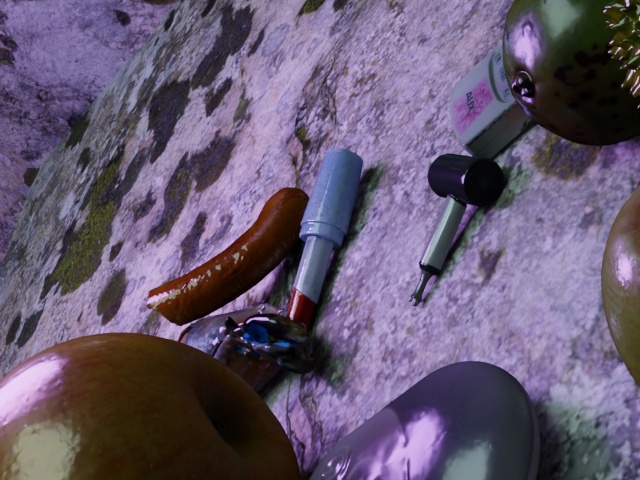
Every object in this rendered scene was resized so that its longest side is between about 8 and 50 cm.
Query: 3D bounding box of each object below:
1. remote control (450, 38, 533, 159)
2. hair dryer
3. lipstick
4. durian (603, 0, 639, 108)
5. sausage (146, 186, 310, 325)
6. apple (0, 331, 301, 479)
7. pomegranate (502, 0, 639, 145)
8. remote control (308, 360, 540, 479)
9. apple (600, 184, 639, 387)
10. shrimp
[{"bbox_3d":[0.291,-0.241,1.257,0.344,0.050,0.145,-42,30,30],"label":"remote control"},{"bbox_3d":[0.146,-0.012,1.270,0.197,0.057,0.100,-66,24,-3],"label":"hair dryer"},{"bbox_3d":[0.000,0.000,1.503,0.068,0.061,0.274,2,66,36],"label":"lipstick"},{"bbox_3d":[0.360,-0.188,0.862,0.291,0.225,0.291,-44,25,27],"label":"durian"},{"bbox_3d":[-0.129,0.032,1.604,0.302,0.076,0.103,-37,54,-7],"label":"sausage"},{"bbox_3d":[-0.207,0.282,1.183,0.333,0.400,0.400,-53,25,-3],"label":"apple"},{"bbox_3d":[0.299,-0.211,1.076,0.248,0.202,0.202,-30,22,-12],"label":"pomegranate"},{"bbox_3d":[0.083,0.250,1.020,0.332,0.103,0.221,-41,32,29],"label":"remote control"},{"bbox_3d":[0.301,0.049,0.750,0.207,0.188,0.174,-8,50,55],"label":"apple"},{"bbox_3d":[-0.147,0.194,1.504,0.446,0.110,0.221,-33,37,54],"label":"shrimp"}]
